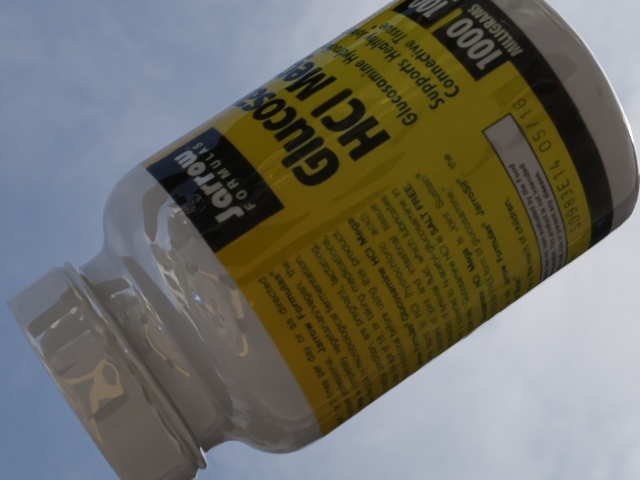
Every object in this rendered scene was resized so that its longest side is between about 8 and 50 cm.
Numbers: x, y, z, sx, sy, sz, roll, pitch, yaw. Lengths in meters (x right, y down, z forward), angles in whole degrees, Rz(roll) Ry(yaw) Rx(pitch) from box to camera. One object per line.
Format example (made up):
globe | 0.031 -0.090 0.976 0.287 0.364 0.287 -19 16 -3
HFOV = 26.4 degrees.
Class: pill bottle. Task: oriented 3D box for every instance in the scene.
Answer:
pill bottle | 0.000 0.000 0.782 0.334 0.188 0.188 -34 -57 -11
